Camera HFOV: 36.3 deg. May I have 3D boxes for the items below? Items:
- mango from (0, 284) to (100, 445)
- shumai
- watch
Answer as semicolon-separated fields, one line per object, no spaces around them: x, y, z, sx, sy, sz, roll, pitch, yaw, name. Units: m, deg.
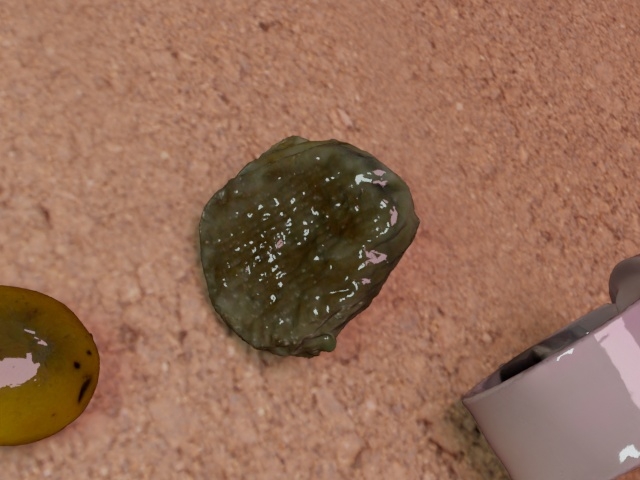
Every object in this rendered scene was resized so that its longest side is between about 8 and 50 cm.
-0.222;0.079;0.621;0.161;0.076;0.103;5;70;-23;mango
-0.002;0.006;0.801;0.142;0.184;0.184;17;52;-63;shumai
0.247;0.144;0.840;0.231;0.244;0.196;-30;82;-19;watch
